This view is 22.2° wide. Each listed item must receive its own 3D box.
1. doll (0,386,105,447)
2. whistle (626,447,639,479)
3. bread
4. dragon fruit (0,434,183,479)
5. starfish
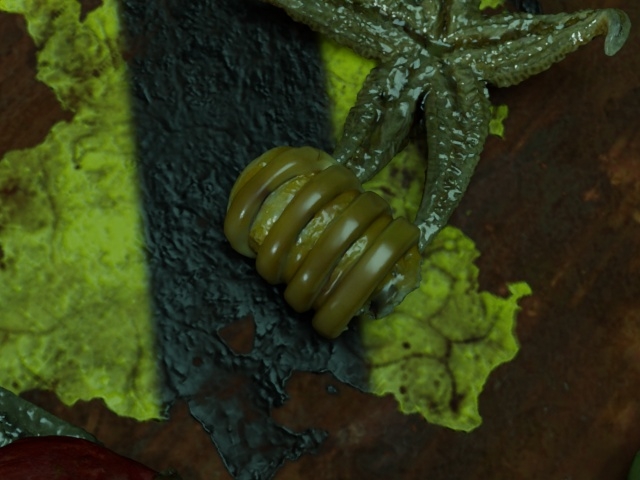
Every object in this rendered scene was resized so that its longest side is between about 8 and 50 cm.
[{"bbox_3d":[-0.301,0.096,1.269,0.286,0.091,0.202,8,104,3],"label":"doll"},{"bbox_3d":[0.325,0.270,1.325,0.141,0.141,0.294,-10,93,-14],"label":"whistle"},{"bbox_3d":[0.000,0.000,1.348,0.177,0.084,0.119,40,98,8],"label":"bread"},{"bbox_3d":[-0.182,0.285,1.121,0.296,0.301,0.295,-5,118,-10],"label":"dragon fruit"},{"bbox_3d":[0.102,-0.169,1.422,0.327,0.094,0.375,-10,78,8],"label":"starfish"}]
